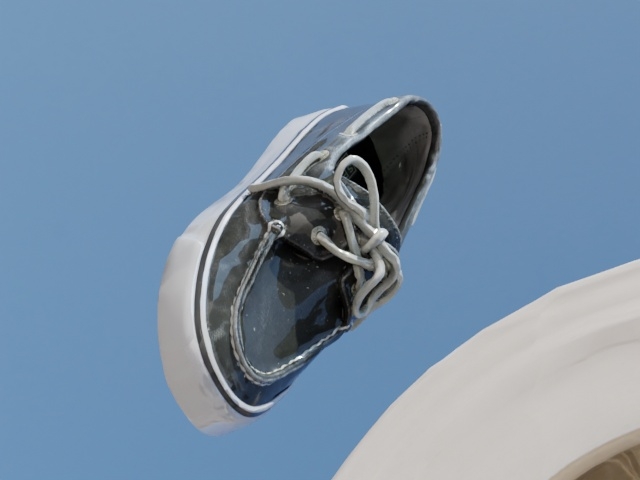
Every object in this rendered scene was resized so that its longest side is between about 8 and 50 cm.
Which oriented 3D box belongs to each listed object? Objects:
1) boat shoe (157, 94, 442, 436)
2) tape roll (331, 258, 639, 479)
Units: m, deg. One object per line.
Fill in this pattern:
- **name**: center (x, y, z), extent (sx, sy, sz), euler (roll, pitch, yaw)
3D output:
- **boat shoe**: center (0.002, 0.003, 1.151), extent (0.105, 0.306, 0.113), euler (-18, -72, 31)
- **tape roll**: center (0.128, 0.138, 0.567), extent (0.286, 0.100, 0.286), euler (-16, -134, 17)
